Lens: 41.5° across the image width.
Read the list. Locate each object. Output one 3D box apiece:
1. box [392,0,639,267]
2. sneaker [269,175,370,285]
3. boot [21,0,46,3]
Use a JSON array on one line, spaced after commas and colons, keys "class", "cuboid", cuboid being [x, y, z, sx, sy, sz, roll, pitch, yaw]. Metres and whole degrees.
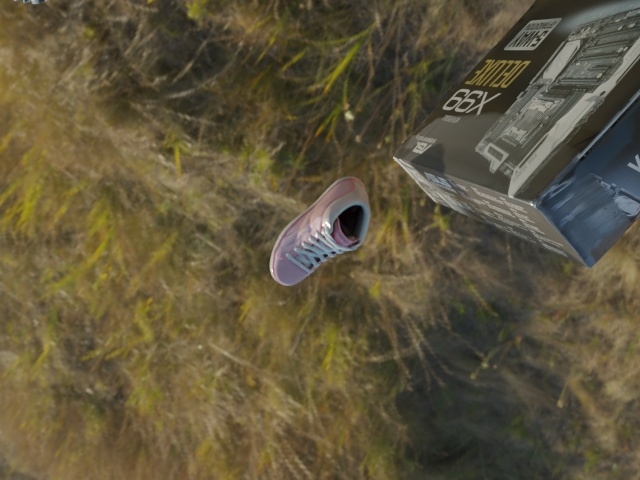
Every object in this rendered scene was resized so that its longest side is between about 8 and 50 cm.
[{"class": "box", "cuboid": [0.216, -0.119, 0.743, 0.076, 0.242, 0.307, 44, 179, -19]}, {"class": "sneaker", "cuboid": [0.000, 0.000, 0.833, 0.051, 0.134, 0.070, 36, -167, -23]}, {"class": "boot", "cuboid": [-0.237, -0.363, 0.761, 0.348, 0.260, 0.131, 37, 153, 32]}]
